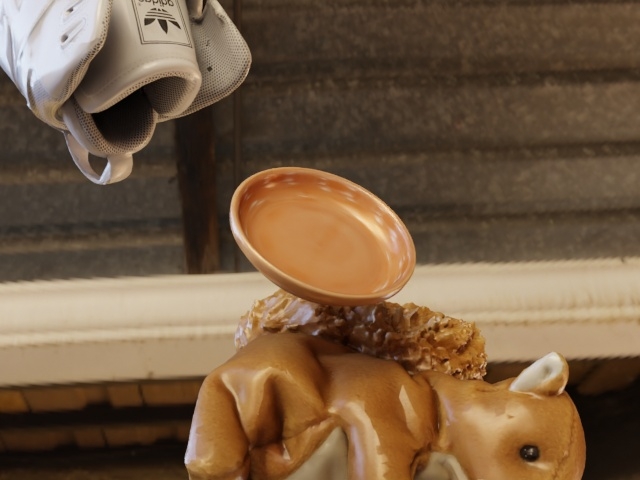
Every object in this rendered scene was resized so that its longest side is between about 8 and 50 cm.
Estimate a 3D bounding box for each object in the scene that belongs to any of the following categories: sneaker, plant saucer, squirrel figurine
[{"bbox_3d":[-0.106,-0.214,0.692,0.137,0.210,0.366,2,-48,-43],"label":"sneaker"},{"bbox_3d":[0.000,0.000,1.132,0.200,0.200,0.037,12,-53,-15],"label":"plant saucer"},{"bbox_3d":[0.089,0.181,1.196,0.371,0.397,0.281,-9,-53,10],"label":"squirrel figurine"}]
